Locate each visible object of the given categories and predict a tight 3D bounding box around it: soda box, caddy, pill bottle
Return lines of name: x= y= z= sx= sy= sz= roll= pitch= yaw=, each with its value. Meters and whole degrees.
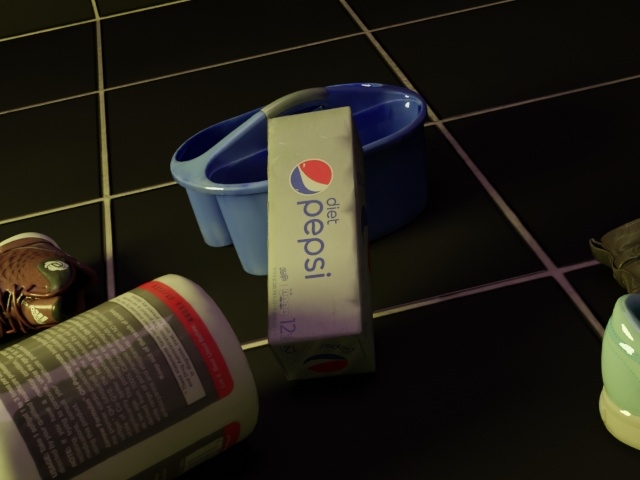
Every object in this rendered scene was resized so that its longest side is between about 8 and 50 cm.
soda box: x=0.000 y=0.000 z=1.282 sx=0.098 sy=0.091 sz=0.286 roll=-8 pitch=57 yaw=9
caddy: x=-0.019 y=-0.103 z=1.532 sx=0.341 sy=0.179 sz=0.241 roll=-24 pitch=29 yaw=-24
pill bottle: x=-0.230 y=0.168 z=1.083 sx=0.319 sy=0.176 sz=0.176 roll=-26 pitch=30 yaw=-28

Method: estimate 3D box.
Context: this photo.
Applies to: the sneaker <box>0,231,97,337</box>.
sneaker: x=-0.380 y=0.078 z=1.401 sx=0.163 sy=0.106 sz=0.281 roll=17 pitch=37 yaw=38

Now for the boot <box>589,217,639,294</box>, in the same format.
boot: x=0.409 y=0.026 z=1.216 sx=0.263 sy=0.091 sz=0.229 roll=-7 pitch=28 yaw=12

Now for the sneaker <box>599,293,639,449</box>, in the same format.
sneaker: x=0.403 y=0.114 z=0.982 sx=0.366 sy=0.150 sz=0.135 roll=3 pitch=31 yaw=25
